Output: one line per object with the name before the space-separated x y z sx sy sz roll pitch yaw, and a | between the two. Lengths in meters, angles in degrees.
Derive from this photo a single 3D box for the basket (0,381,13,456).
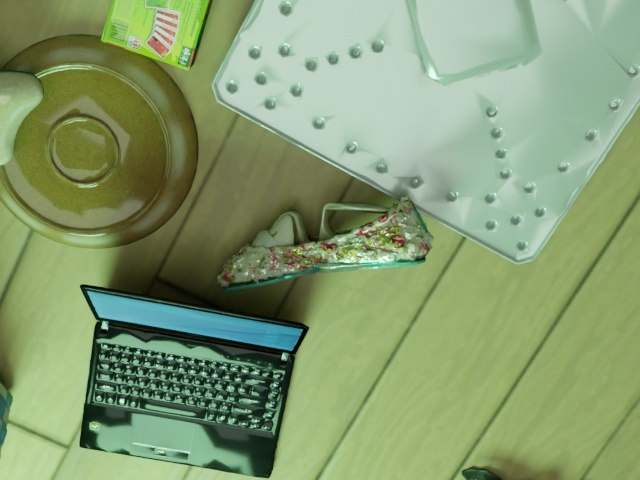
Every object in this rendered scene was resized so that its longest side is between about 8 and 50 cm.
basket | -0.493 0.173 1.010 0.255 0.201 0.289 -40 114 13

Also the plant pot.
plant pot | -0.249 -0.097 1.009 0.237 0.032 0.236 0 109 -1

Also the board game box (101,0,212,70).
board game box | -0.146 -0.272 0.943 0.092 0.043 0.181 18 108 -7

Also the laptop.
laptop | -0.149 0.164 1.044 0.234 0.136 0.264 11 108 -3

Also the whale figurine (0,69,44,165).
whale figurine | -0.413 -0.180 0.933 0.272 0.141 0.216 24 109 -21

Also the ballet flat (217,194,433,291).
ballet flat | 0.000 0.000 1.010 0.241 0.091 0.077 -9 97 15

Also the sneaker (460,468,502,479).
sneaker | 0.227 0.356 1.159 0.089 0.051 0.170 -9 104 3

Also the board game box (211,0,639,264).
board game box | 0.148 -0.225 0.958 0.390 0.050 0.389 28 106 -10
